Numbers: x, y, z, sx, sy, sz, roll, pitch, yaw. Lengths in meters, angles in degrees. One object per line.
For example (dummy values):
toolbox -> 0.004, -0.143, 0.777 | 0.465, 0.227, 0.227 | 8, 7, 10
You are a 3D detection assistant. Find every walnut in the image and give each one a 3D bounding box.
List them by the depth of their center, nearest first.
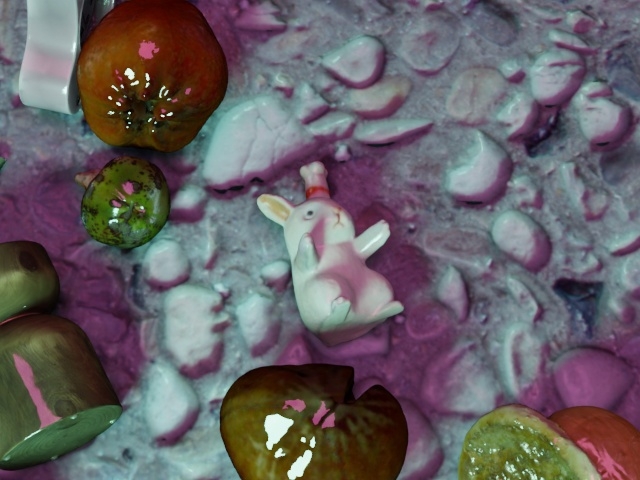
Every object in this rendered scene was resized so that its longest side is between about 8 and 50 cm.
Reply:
walnut -> 0.362, 0.311, 1.492 | 0.165, 0.165, 0.197 | -31, 65, -10

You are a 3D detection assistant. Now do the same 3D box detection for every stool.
stool -> -0.403, 0.156, 1.547 | 0.179, 0.179, 0.264 | -28, 72, -8

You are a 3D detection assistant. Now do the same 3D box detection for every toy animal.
toy animal -> 0.009, 0.002, 1.612 | 0.140, 0.138, 0.283 | -4, 72, -34

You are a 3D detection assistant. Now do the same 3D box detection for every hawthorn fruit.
hawthorn fruit -> -0.243, -0.262, 1.685 | 0.224, 0.224, 0.261 | 2, 50, 2

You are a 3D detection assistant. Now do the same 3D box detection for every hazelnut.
hazelnut -> -0.013, 0.255, 1.493 | 0.251, 0.217, 0.217 | 23, 73, 8

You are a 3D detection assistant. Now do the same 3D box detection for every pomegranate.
pomegranate -> -0.298, -0.064, 1.651 | 0.163, 0.125, 0.138 | 29, 86, 11

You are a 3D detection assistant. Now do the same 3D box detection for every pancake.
pancake -> 0.275, 0.346, 1.448 | 0.049, 0.282, 0.282 | -14, 68, -36

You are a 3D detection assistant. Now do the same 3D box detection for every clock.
clock -> -0.377, -0.341, 1.668 | 0.080, 0.290, 0.275 | 14, 78, 4

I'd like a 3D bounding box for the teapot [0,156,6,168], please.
teapot -> -0.504, -0.076, 1.705 | 0.042, 0.043, 0.111 | 13, 67, 5
